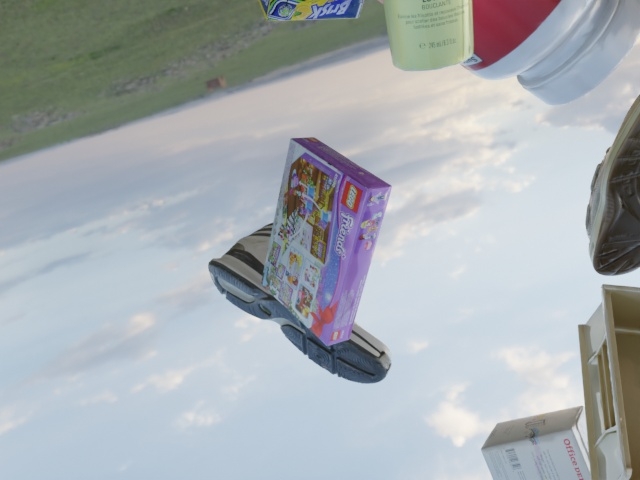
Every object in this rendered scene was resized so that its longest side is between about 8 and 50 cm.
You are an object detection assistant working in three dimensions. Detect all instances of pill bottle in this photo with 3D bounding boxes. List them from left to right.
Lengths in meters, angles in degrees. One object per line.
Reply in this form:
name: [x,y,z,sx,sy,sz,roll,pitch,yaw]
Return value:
pill bottle: [0.202,-0.355,0.861,0.229,0.407,0.229,-50,-160,25]

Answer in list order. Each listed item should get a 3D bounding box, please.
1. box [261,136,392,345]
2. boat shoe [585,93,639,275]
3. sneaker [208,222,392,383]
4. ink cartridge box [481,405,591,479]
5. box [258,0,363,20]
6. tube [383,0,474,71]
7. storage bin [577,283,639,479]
box: [0.000,0.000,1.144,0.057,0.293,0.201,-10,-145,-39]
boat shoe: [0.459,-0.100,1.014,0.121,0.341,0.110,0,-137,-2]
sneaker: [0.006,0.087,1.405,0.447,0.169,0.257,31,-122,26]
ink cartridge box: [0.547,0.528,1.655,0.232,0.171,0.168,-22,178,30]
box: [-0.014,-0.405,1.129,0.168,0.059,0.054,-9,148,-21]
tube: [0.062,-0.235,0.446,0.062,0.240,0.070,19,-140,41]
storage bin: [0.481,0.208,0.856,0.262,0.261,0.123,5,150,3]
